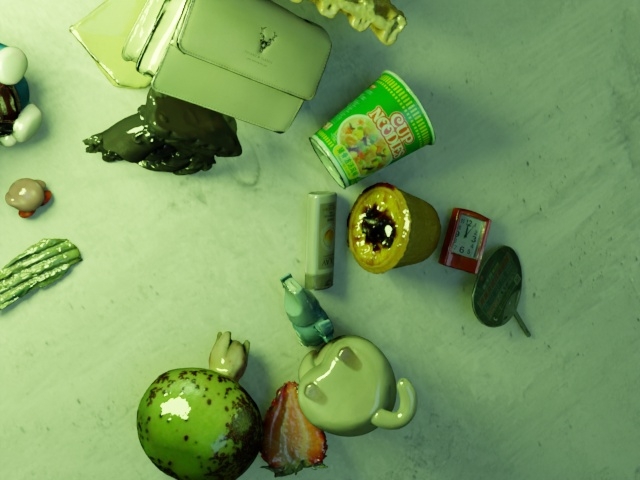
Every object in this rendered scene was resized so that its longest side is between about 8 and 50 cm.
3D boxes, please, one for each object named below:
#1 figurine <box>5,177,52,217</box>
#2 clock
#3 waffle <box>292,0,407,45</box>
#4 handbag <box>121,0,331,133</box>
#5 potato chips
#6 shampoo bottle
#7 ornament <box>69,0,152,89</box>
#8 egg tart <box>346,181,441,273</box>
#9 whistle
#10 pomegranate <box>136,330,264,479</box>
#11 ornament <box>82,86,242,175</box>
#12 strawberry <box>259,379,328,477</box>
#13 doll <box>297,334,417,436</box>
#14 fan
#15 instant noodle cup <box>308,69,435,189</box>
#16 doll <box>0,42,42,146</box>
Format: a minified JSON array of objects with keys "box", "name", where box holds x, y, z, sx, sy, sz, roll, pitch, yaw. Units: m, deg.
[{"box":[-0.583,-0.091,1.461,0.083,0.067,0.071,-51,136,-23],"name":"figurine"},{"box":[0.366,-0.002,1.883,0.113,0.061,0.155,16,90,-27],"name":"clock"},{"box":[-0.008,-0.533,1.500,0.348,0.304,0.077,15,120,-25],"name":"waffle"},{"box":[-0.166,-0.373,1.433,0.359,0.160,0.236,11,114,-48],"name":"handbag"},{"box":[-0.597,0.062,1.508,0.208,0.028,0.091,-32,110,-16],"name":"potato chips"},{"box":[0.000,0.000,1.723,0.086,0.056,0.227,-11,107,-53],"name":"shampoo bottle"},{"box":[-0.412,-0.413,1.476,0.180,0.059,0.201,5,96,-23],"name":"ornament"},{"box":[0.173,-0.023,1.728,0.171,0.215,0.215,6,98,-39],"name":"egg tart"},{"box":[-0.030,0.168,1.694,0.093,0.180,0.269,-34,146,-11],"name":"whistle"},{"box":[-0.241,0.362,1.615,0.285,0.285,0.340,39,58,-24],"name":"pomegranate"},{"box":[-0.325,-0.187,1.477,0.251,0.260,0.106,14,59,-44],"name":"ornament"},{"box":[-0.083,0.452,1.770,0.175,0.098,0.228,-19,96,-2],"name":"strawberry"},{"box":[0.062,0.321,1.667,0.226,0.370,0.215,31,87,-8],"name":"doll"},{"box":[0.503,0.131,1.970,0.294,0.012,0.223,18,81,-41],"name":"fan"},{"box":[0.108,-0.237,1.665,0.233,0.207,0.207,-36,112,-3],"name":"instant noodle cup"},{"box":[-0.679,-0.225,1.286,0.310,0.240,0.284,-49,145,-37],"name":"doll"}]
